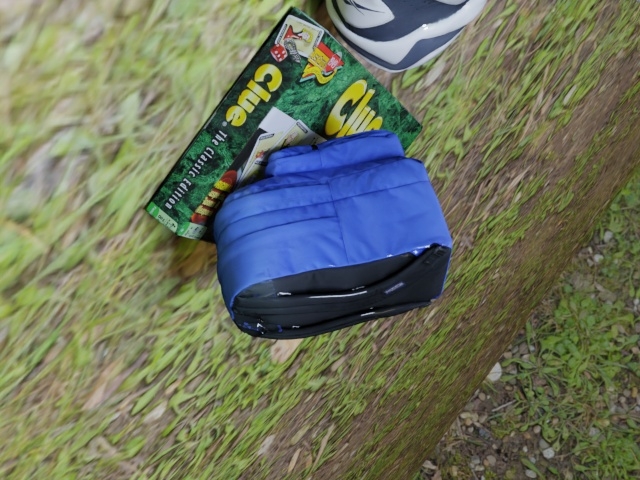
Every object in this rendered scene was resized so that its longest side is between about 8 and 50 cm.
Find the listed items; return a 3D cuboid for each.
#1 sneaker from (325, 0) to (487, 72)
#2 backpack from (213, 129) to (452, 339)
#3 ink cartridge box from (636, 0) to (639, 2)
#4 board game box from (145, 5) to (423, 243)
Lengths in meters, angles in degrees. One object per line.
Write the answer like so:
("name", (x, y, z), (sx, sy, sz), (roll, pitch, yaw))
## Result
("sneaker", (0.090, -0.195, 0.535), (0.235, 0.094, 0.153), (-41, 172, -1))
("backpack", (0.000, 0.000, 0.613), (0.120, 0.101, 0.098), (-16, 152, -5))
("ink cartridge box", (0.293, -0.299, 0.898), (0.175, 0.072, 0.127), (-49, 164, -8))
("board game box", (-0.008, -0.050, 0.702), (0.136, 0.030, 0.259), (-56, 163, 6))
